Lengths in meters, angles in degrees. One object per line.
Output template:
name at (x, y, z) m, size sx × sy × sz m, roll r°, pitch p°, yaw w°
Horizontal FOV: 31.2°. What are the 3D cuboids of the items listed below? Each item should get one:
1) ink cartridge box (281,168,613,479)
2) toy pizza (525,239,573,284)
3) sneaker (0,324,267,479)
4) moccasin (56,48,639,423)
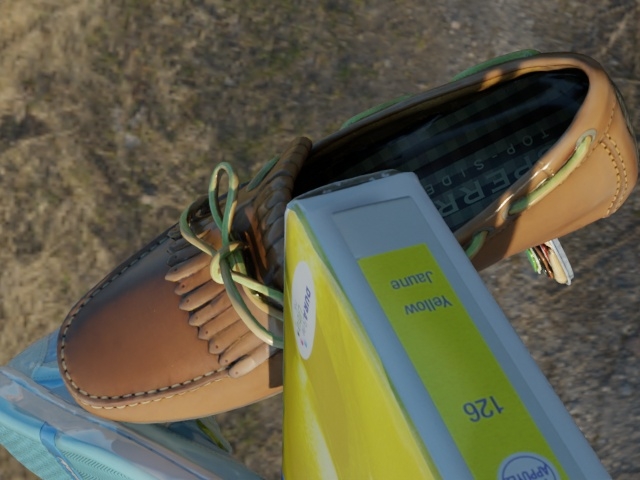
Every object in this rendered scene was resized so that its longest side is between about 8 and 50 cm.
ink cartridge box at (0.063, 0.184, 0.451) m, size 0.303 × 0.072 × 0.307 m, roll 95°, pitch 156°, yaw -47°
toy pizza at (0.207, -0.037, 1.217) m, size 0.032 × 0.201 × 0.201 m, roll -30°, pitch 68°, yaw 5°
sneaker at (-0.108, 0.107, 0.863) m, size 0.319 × 0.208 × 0.127 m, roll 17°, pitch 142°, yaw 41°
moccasin at (0.001, 0.003, 0.678) m, size 0.380 × 0.147 × 0.139 m, roll -21°, pitch 68°, yaw 17°
